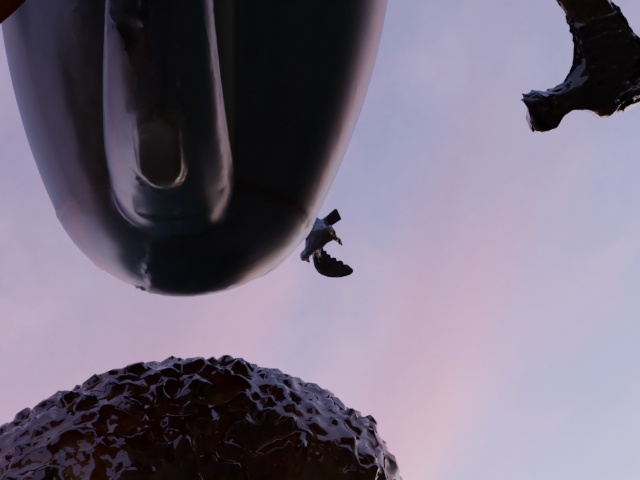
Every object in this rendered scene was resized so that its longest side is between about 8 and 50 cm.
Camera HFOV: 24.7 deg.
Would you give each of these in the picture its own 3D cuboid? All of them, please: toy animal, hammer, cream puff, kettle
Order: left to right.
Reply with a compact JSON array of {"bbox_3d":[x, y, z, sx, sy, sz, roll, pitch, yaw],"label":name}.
[{"bbox_3d":[-0.099,0.197,0.880,0.351,0.228,0.350,-14,-34,-9],"label":"cream puff"},{"bbox_3d":[-0.077,-0.145,0.822,0.319,0.247,0.342,82,-172,-72],"label":"kettle"},{"bbox_3d":[0.001,-0.001,1.021,0.050,0.028,0.084,-77,-35,-60],"label":"toy animal"},{"bbox_3d":[0.089,-0.198,0.675,0.125,0.027,0.297,-22,-92,-28],"label":"hammer"}]

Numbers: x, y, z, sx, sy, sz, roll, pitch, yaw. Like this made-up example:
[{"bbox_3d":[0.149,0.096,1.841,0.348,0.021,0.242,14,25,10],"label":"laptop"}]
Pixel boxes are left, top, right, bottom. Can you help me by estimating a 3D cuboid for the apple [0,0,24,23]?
[{"bbox_3d":[-0.208,-0.184,0.578,0.216,0.260,0.260,-35,-46,-15],"label":"apple"}]
